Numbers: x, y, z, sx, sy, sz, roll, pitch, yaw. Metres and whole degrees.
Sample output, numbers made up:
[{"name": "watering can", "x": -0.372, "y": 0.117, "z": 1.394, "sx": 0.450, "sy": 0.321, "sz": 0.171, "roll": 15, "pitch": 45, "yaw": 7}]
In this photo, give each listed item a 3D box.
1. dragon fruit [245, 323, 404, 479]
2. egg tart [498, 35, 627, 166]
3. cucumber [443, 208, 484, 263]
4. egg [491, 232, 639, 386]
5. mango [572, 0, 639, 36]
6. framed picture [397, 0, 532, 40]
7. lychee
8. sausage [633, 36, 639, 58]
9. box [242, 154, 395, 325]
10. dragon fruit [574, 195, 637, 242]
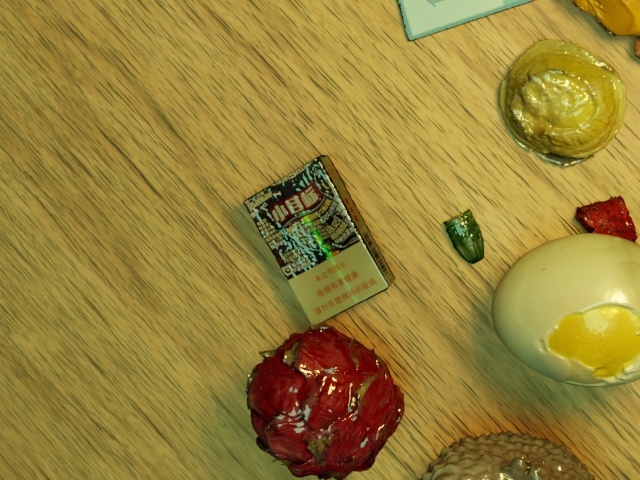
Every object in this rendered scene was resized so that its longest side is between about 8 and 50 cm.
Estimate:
[{"name": "dragon fruit", "x": 0.007, "y": 0.338, "z": 1.774, "sx": 0.329, "sy": 0.329, "sz": 0.330, "roll": 4, "pitch": 103, "yaw": 16}, {"name": "egg tart", "x": 0.454, "y": -0.260, "z": 1.620, "sx": 0.231, "sy": 0.098, "sz": 0.252, "roll": -24, "pitch": 97, "yaw": 24}, {"name": "cucumber", "x": 0.297, "y": -0.002, "z": 1.751, "sx": 0.067, "sy": 0.035, "sz": 0.108, "roll": -26, "pitch": 95, "yaw": 19}, {"name": "egg", "x": 0.477, "y": 0.126, "z": 1.588, "sx": 0.345, "sy": 0.283, "sz": 0.283, "roll": -3, "pitch": 102, "yaw": 42}, {"name": "mango", "x": 0.552, "y": -0.450, "z": 1.526, "sx": 0.252, "sy": 0.126, "sz": 0.154, "roll": 25, "pitch": 77, "yaw": 6}, {"name": "framed picture", "x": 0.288, "y": -0.549, "z": 1.649, "sx": 0.323, "sy": 0.013, "sz": 0.244, "roll": -15, "pitch": 96, "yaw": 19}, {"name": "lychee", "x": 0.360, "y": 0.562, "z": 1.684, "sx": 0.380, "sy": 0.380, "sz": 0.432, "roll": 20, "pitch": 133, "yaw": 12}, {"name": "sausage", "x": 0.702, "y": -0.285, "z": 1.544, "sx": 0.304, "sy": 0.078, "sz": 0.078, "roll": 38, "pitch": 110, "yaw": 10}, {"name": "box", "x": 0.000, "y": 0.000, "z": 1.817, "sx": 0.198, "sy": 0.084, "sz": 0.310, "roll": -28, "pitch": 93, "yaw": 21}, {"name": "dragon fruit", "x": 0.554, "y": -0.015, "z": 1.652, "sx": 0.097, "sy": 0.063, "sz": 0.131, "roll": -23, "pitch": 94, "yaw": 21}]
